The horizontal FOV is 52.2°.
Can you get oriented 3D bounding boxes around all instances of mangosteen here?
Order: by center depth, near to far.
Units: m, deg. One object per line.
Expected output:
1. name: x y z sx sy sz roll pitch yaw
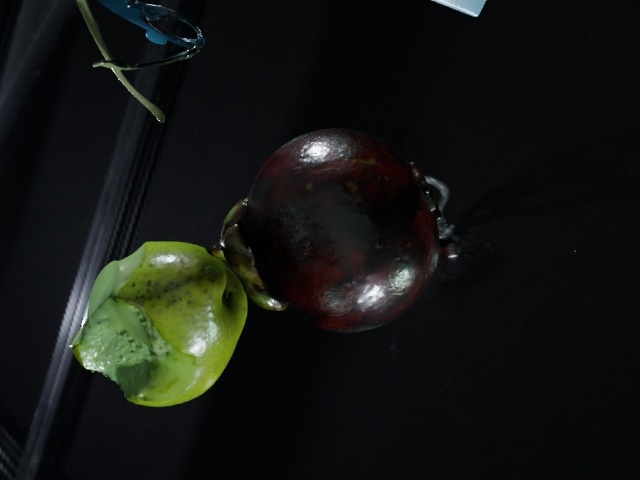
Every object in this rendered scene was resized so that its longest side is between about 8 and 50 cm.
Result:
1. mangosteen: 0.016 -0.011 0.919 0.311 0.311 0.311 0 -91 21

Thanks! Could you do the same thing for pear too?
1. pear: -0.251 0.140 1.114 0.286 0.176 0.282 41 -59 -16

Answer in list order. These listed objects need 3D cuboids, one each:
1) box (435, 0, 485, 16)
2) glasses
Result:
1. box: 0.179 -0.420 0.817 0.083 0.143 0.232 -110 -142 -51
2. glasses: -0.260 -0.293 0.963 0.102 0.239 0.207 -32 -119 25
